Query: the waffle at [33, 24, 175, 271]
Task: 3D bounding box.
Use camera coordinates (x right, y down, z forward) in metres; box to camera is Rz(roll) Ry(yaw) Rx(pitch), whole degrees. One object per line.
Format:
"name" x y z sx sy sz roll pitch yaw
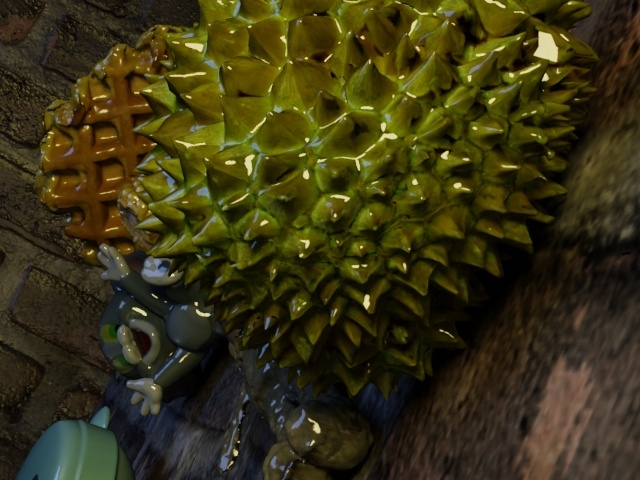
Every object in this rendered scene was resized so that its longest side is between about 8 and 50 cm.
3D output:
"waffle" -0.179 -0.084 1.266 0.325 0.302 0.068 -47 28 15

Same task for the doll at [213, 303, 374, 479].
"doll" -0.026 0.083 0.699 0.286 0.091 0.202 -89 17 -49

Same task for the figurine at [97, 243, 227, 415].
"figurine" -0.159 0.072 1.176 0.265 0.193 0.140 -30 -1 35

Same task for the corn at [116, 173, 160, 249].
"corn" -0.077 -0.090 1.157 0.310 0.101 0.101 -40 -1 -28

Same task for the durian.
"durian" 0.022 -0.055 0.511 0.237 0.200 0.176 -54 -20 -16

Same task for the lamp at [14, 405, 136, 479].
"lamp" -0.274 0.301 1.116 0.209 0.147 0.284 -61 1 14
